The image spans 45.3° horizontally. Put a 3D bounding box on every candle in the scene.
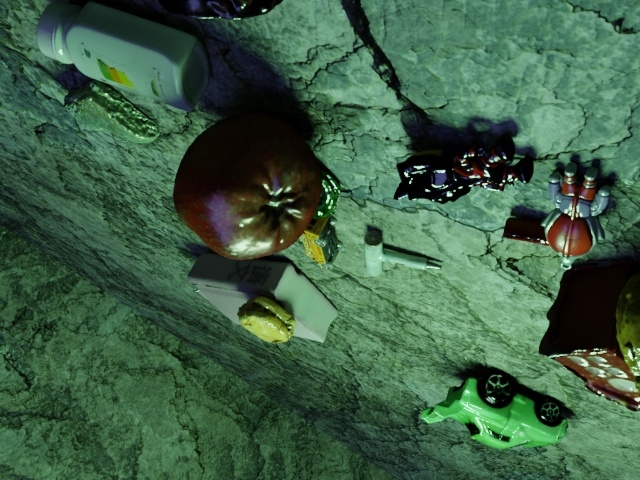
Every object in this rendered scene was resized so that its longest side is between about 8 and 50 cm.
[{"bbox_3d":[0.400,-0.014,1.336,0.162,0.053,0.048,11,108,22],"label":"candle"}]

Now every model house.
[{"bbox_3d":[0.553,0.182,1.380,0.254,0.196,0.160,34,154,-18],"label":"model house"}]

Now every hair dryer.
[{"bbox_3d":[0.184,0.052,1.694,0.183,0.044,0.155,18,157,13],"label":"hair dryer"}]

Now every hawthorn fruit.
[{"bbox_3d":[-0.144,-0.099,1.439,0.275,0.275,0.300,39,162,-25],"label":"hawthorn fruit"}]

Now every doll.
[{"bbox_3d":[0.409,-0.030,1.239,0.102,0.075,0.227,16,143,26],"label":"doll"},{"bbox_3d":[0.224,-0.111,1.272,0.249,0.088,0.127,-17,112,46],"label":"doll"}]

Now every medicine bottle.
[{"bbox_3d":[-0.352,-0.336,1.367,0.296,0.111,0.161,23,156,13],"label":"medicine bottle"}]

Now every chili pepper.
[{"bbox_3d":[0.002,-0.092,1.572,0.073,0.050,0.182,30,155,13],"label":"chili pepper"}]

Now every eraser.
[{"bbox_3d":[-0.168,0.156,2.180,0.359,0.122,0.272,6,151,41],"label":"eraser"}]

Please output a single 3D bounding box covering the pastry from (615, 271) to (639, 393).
[{"bbox_3d":[0.586,0.150,1.232,0.240,0.235,0.132,26,154,-22],"label":"pastry"}]

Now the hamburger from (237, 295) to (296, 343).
[{"bbox_3d":[-0.140,0.209,2.006,0.147,0.083,0.138,38,148,-17],"label":"hamburger"}]

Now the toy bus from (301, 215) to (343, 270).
[{"bbox_3d":[0.000,0.000,1.739,0.074,0.069,0.162,19,154,20],"label":"toy bus"}]

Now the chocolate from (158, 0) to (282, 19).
[{"bbox_3d":[-0.117,-0.400,0.931,0.224,0.206,0.177,53,153,36],"label":"chocolate"}]

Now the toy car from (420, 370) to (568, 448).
[{"bbox_3d":[0.478,0.477,2.090,0.359,0.176,0.213,27,158,-1],"label":"toy car"}]

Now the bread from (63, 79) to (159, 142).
[{"bbox_3d":[-0.463,-0.278,1.660,0.232,0.064,0.172,22,158,8],"label":"bread"}]
